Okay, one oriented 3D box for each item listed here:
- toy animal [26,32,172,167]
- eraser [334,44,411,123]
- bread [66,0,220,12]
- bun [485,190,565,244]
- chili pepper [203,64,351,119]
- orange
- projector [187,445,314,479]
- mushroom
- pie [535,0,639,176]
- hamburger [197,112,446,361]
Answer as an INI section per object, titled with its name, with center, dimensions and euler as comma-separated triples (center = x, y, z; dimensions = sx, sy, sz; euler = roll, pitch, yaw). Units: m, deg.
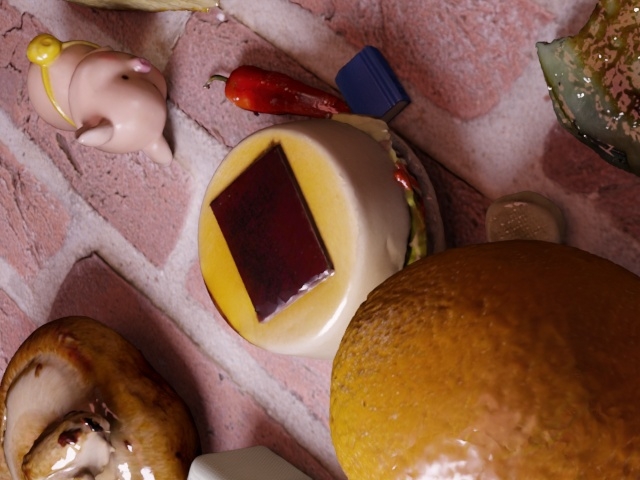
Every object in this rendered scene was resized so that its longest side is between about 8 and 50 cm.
[toy animal]
center = -0.312, -0.203, 1.469
dimensions = 0.248, 0.165, 0.149
euler = 35, 115, 39
[eraser]
center = 0.060, -0.178, 1.267
dimensions = 0.063, 0.027, 0.084
euler = -41, 66, 31
[bread]
center = -0.271, -0.444, 1.406
dimensions = 0.279, 0.207, 0.278
euler = 13, 97, 36
[bun]
center = 0.217, -0.015, 1.131
dimensions = 0.086, 0.055, 0.086
euler = 8, 115, 18
[chili pepper]
center = -0.061, -0.183, 1.339
dimensions = 0.268, 0.050, 0.059
euler = 22, 83, 43
[orange]
center = 0.175, 0.155, 1.003
dimensions = 0.357, 0.322, 0.322
euler = 20, 101, 41
[projector]
center = -0.056, 0.377, 1.268
dimensions = 0.243, 0.163, 0.177
euler = 26, 106, 37
[mushroom]
center = -0.325, 0.263, 1.408
dimensions = 0.346, 0.260, 0.345
euler = -1, 88, 36
[pie]
center = 0.350, -0.193, 1.026
dimensions = 0.303, 0.067, 0.302
euler = 0, 91, 37
[hamburger]
center = 0.000, 0.000, 1.225
dimensions = 0.302, 0.170, 0.301
euler = 1, 92, 40
